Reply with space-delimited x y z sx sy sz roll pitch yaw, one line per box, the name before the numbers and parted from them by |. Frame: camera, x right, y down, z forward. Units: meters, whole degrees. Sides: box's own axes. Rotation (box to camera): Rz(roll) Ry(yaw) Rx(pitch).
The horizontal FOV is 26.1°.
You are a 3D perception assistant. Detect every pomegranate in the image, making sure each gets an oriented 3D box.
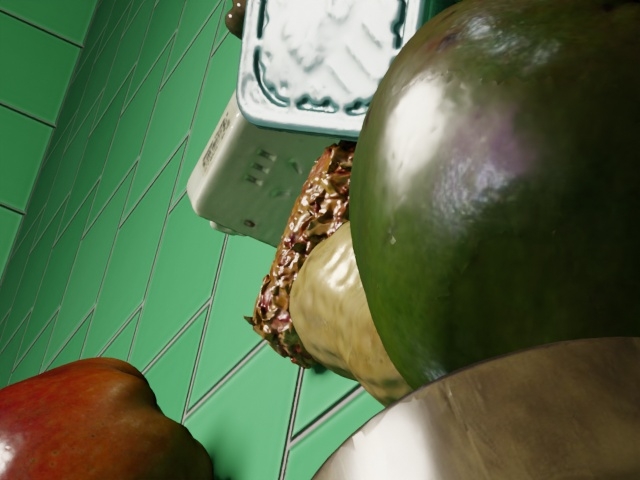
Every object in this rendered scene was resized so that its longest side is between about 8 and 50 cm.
pomegranate | 0.098 0.018 0.478 0.187 0.187 0.225 -105 14 -63

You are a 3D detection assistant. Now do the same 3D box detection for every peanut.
peanut | 0.052 0.034 0.685 0.229 0.098 0.103 -168 74 -70

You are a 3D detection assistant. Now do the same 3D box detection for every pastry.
pastry | 0.001 0.000 0.927 0.169 0.063 0.087 -70 15 -9

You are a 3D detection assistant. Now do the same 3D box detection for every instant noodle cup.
instant noodle cup | 0.026 -0.155 0.920 0.157 0.070 0.179 10 96 38

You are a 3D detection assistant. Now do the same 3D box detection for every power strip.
power strip | 0.005 -0.141 1.035 0.338 0.098 0.058 -62 19 15

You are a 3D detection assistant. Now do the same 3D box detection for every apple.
apple | -0.186 0.199 0.995 0.234 0.234 0.234 -55 21 33

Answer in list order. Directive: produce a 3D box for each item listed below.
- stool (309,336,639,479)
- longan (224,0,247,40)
stool | 0.082 0.168 0.287 0.179 0.179 0.264 -58 20 27
longan | -0.037 -0.221 1.245 0.119 0.106 0.106 -44 10 -21
